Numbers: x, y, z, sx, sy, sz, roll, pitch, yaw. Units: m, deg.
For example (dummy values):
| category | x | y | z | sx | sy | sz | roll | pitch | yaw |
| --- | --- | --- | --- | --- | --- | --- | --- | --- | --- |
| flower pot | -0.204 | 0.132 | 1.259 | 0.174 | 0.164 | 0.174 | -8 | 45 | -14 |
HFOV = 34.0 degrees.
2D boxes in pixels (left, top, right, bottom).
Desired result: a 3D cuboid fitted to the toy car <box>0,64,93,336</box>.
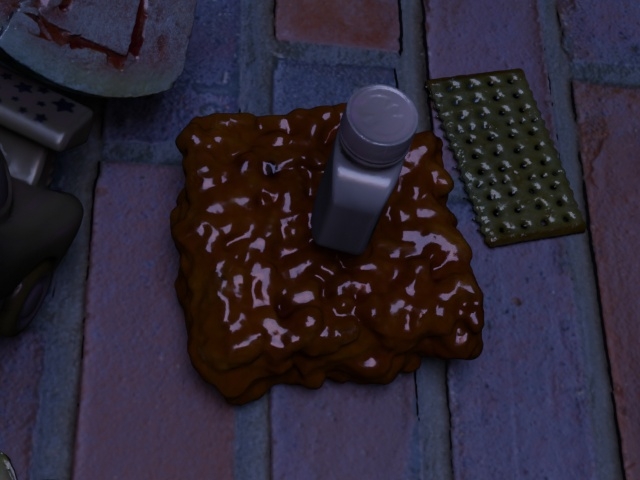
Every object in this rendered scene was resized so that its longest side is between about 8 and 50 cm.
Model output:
| category | x | y | z | sx | sy | sz | roll | pitch | yaw |
| --- | --- | --- | --- | --- | --- | --- | --- | --- | --- |
| toy car | -0.355 | -0.030 | 0.910 | 0.242 | 0.336 | 0.226 | 27 | 105 | 2 |

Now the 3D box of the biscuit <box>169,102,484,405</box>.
| category | x | y | z | sx | sy | sz | roll | pitch | yaw |
| --- | --- | --- | --- | --- | --- | --- | --- | --- | --- |
| biscuit | 0.000 | 0.000 | 1.104 | 0.312 | 0.110 | 0.318 | -5 | 66 | -11 |

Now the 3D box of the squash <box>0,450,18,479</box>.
| category | x | y | z | sx | sy | sz | roll | pitch | yaw |
| --- | --- | --- | --- | --- | --- | --- | --- | --- | --- |
| squash | -0.342 | 0.291 | 0.875 | 0.204 | 0.155 | 0.236 | -13 | 66 | -15 |

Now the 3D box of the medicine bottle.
| category | x | y | z | sx | sy | sz | roll | pitch | yaw |
| --- | --- | --- | --- | --- | --- | --- | --- | --- | --- |
| medicine bottle | 0.039 | -0.070 | 0.981 | 0.069 | 0.183 | 0.119 | 16 | 63 | -1 |

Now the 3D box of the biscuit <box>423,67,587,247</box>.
| category | x | y | z | sx | sy | sz | roll | pitch | yaw |
| --- | --- | --- | --- | --- | --- | --- | --- | --- | --- |
| biscuit | 0.219 | -0.103 | 1.249 | 0.139 | 0.016 | 0.231 | -9 | 67 | -16 |

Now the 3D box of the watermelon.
| category | x | y | z | sx | sy | sz | roll | pitch | yaw |
| --- | --- | --- | --- | --- | --- | --- | --- | --- | --- |
| watermelon | -0.256 | -0.273 | 1.102 | 0.213 | 0.201 | 0.261 | 15 | 21 | -40 |
